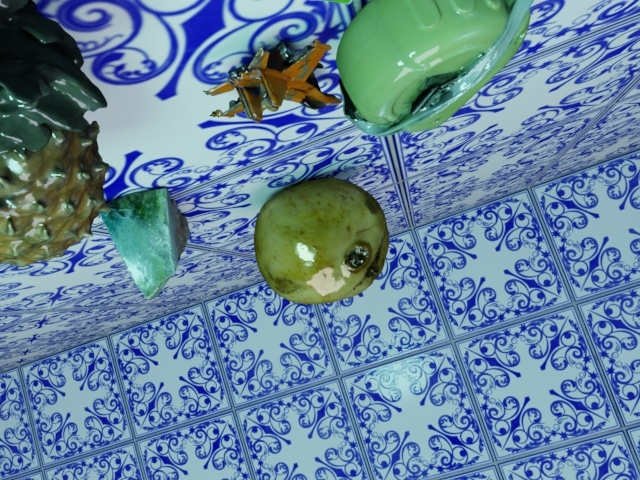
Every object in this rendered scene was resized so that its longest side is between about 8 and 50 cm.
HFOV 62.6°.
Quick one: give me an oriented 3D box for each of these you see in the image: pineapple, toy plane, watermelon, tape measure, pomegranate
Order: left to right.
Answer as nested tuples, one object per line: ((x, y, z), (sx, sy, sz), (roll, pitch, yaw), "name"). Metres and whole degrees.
((-0.221, -0.087, 0.320), (0.170, 0.141, 0.310), (10, 156, -14), "pineapple")
((-0.256, 0.002, 0.857), (0.094, 0.154, 0.241), (-18, -175, -4), "watermelon")
((-0.030, -0.157, 0.525), (0.135, 0.062, 0.188), (-24, -176, 32), "toy plane")
((0.000, 0.000, 0.992), (0.260, 0.261, 0.260), (-18, 172, -3), "pomegranate")
((0.102, -0.172, 0.501), (0.175, 0.106, 0.200), (-18, 170, -30), "tape measure")

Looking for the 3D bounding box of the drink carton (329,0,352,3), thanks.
((-0.059, -0.173, 0.153), (0.271, 0.108, 0.161), (-13, 173, -37), "drink carton")
